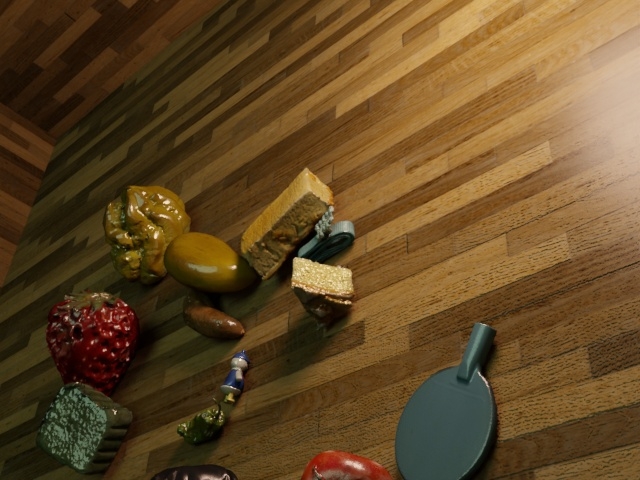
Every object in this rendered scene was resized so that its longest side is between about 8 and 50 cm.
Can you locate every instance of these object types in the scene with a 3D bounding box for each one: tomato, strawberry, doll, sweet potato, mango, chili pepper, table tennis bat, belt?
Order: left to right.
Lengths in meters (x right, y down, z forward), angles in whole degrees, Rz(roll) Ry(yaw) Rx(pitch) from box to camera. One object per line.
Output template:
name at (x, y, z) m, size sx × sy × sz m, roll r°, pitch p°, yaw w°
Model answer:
strawberry at (-0.692, 0.339, 2.382) m, size 0.318 × 0.295 × 0.344 m, roll 5°, pitch 101°, yaw 32°
sweet potato at (-0.325, 0.206, 2.168) m, size 0.114 × 0.092 × 0.341 m, roll -34°, pitch 31°, yaw -14°
mango at (-0.328, 0.068, 2.197) m, size 0.332 × 0.195 × 0.142 m, roll 26°, pitch 121°, yaw 54°
chili pepper at (-0.279, 0.453, 1.911) m, size 0.204 × 0.073 × 0.072 m, roll -36°, pitch 55°, yaw 44°
doll at (-0.212, 0.339, 1.942) m, size 0.099 × 0.058 × 0.142 m, roll -42°, pitch 29°, yaw 55°
belt at (0.000, 0.003, 1.941) m, size 0.179 × 0.100 × 0.065 m, roll -38°, pitch 33°, yaw 27°
tomato at (0.043, 0.477, 1.419) m, size 0.187 × 0.151 × 0.186 m, roll -2°, pitch 75°, yaw 6°
table tennis bat at (0.244, 0.307, 1.430) m, size 0.215 × 0.044 × 0.328 m, roll 10°, pitch 71°, yaw 55°

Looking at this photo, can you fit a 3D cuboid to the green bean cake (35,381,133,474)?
green bean cake at (-0.672, 0.528, 2.200) m, size 0.227 × 0.125 × 0.222 m, roll 23°, pitch 86°, yaw 20°

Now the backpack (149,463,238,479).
backpack at (-0.297, 0.677, 1.546) m, size 0.363 × 0.255 × 0.445 m, roll 123°, pitch 152°, yaw -64°

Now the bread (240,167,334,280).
bread at (-0.086, -0.045, 2.044) m, size 0.274 × 0.114 × 0.184 m, roll -47°, pitch 19°, yaw 16°

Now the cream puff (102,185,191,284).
cream puff at (-0.603, -0.030, 2.566) m, size 0.325 × 0.257 × 0.291 m, roll -30°, pitch 37°, yaw 31°

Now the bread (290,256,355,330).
bread at (-0.003, 0.106, 1.816) m, size 0.127 × 0.152 × 0.147 m, roll -38°, pitch 28°, yaw 21°
